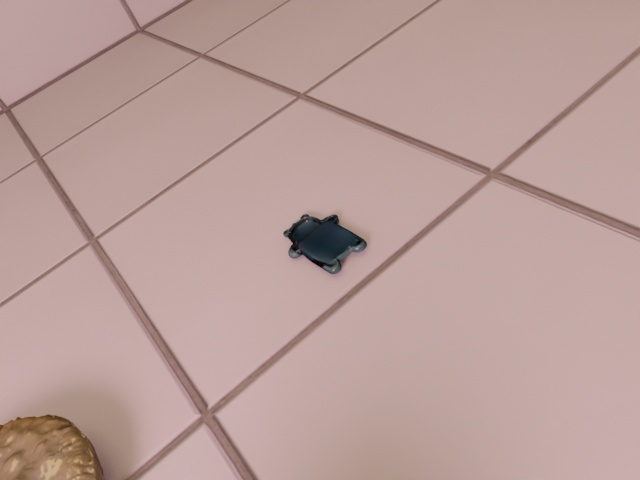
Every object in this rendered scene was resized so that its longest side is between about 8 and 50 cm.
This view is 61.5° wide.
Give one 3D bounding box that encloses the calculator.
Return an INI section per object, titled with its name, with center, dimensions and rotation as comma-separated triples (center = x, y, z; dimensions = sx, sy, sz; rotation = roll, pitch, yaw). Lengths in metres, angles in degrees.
[calculator]
center = 0.000, 0.000, 0.771
dimensions = 0.094, 0.019, 0.141
rotation = -40, 42, -17

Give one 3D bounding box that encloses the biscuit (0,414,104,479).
[biscuit]
center = -0.352, 0.281, 0.600
dimensions = 0.281, 0.084, 0.179
rotation = -7, 45, 20
